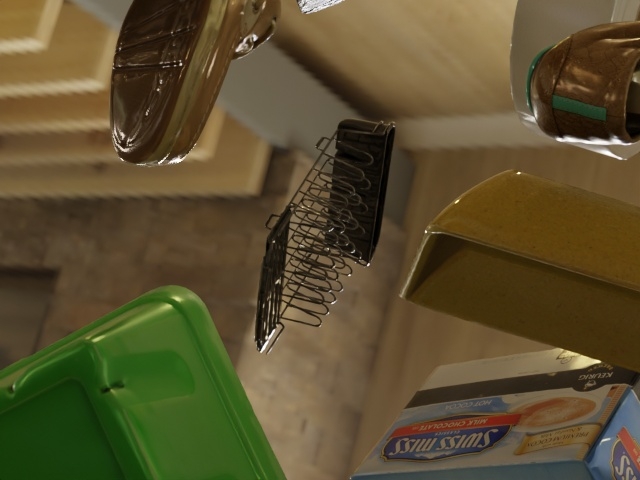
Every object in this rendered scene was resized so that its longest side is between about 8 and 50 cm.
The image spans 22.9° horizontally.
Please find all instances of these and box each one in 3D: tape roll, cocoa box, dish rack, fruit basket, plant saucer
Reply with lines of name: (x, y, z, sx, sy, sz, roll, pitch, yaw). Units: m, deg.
tape roll: (0.298, -0.230, 1.576, 0.100, 0.286, 0.286, 19, -13, 29)
cocoa box: (0.258, 0.281, 1.826, 0.347, 0.228, 0.231, -12, -65, 44)
dish rack: (0.000, 0.000, 1.817, 0.074, 0.271, 0.208, 18, -48, 14)
fruit basket: (-0.189, 0.232, 1.167, 0.392, 0.283, 0.392, -25, -11, -5)
plant saucer: (0.245, 0.035, 1.333, 0.333, 0.081, 0.333, 17, -12, 2)

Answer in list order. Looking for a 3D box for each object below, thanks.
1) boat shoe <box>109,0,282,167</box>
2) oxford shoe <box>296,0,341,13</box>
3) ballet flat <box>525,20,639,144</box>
boat shoe: (-0.080, -0.209, 1.345, 0.110, 0.341, 0.122, 29, -19, -37)
oxford shoe: (0.009, -0.207, 0.898, 0.083, 0.096, 0.227, -23, -3, -18)
ballet flat: (0.326, -0.145, 1.268, 0.342, 0.116, 0.124, -16, 28, -29)
